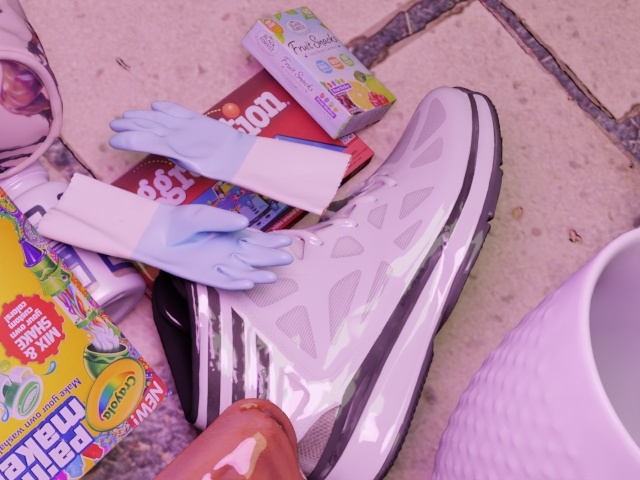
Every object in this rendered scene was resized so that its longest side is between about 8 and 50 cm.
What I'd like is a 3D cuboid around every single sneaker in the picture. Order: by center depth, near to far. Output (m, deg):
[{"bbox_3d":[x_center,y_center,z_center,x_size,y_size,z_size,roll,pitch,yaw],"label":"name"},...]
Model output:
[{"bbox_3d":[0.000,0.000,1.680,0.257,0.169,0.447,27,62,-11],"label":"sneaker"}]

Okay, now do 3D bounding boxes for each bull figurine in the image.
[{"bbox_3d":[-0.125,0.275,1.531,0.310,0.101,0.188,-40,104,-3],"label":"bull figurine"}]

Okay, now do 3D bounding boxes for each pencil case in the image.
[{"bbox_3d":[-0.390,-0.241,1.679,0.183,0.160,0.410,2,46,-41],"label":"pencil case"}]

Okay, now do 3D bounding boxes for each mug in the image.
[{"bbox_3d":[0.264,0.225,1.520,0.276,0.328,0.374,-7,64,-34],"label":"mug"}]

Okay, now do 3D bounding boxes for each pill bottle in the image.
[{"bbox_3d":[-0.245,0.005,1.673,0.094,0.094,0.169,-31,75,-26],"label":"pill bottle"}]

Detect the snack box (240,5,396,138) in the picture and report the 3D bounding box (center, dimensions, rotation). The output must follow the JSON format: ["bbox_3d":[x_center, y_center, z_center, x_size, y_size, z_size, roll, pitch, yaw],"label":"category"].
[{"bbox_3d":[-0.001,-0.172,1.835,0.141,0.037,0.100,47,31,11],"label":"snack box"}]

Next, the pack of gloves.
[{"bbox_3d":[-0.111,-0.054,1.630,0.232,0.046,0.195,16,51,13],"label":"pack of gloves"}]

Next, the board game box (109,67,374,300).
[{"bbox_3d":[-0.092,-0.054,1.782,0.145,0.027,0.281,44,62,10],"label":"board game box"}]

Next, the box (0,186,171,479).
[{"bbox_3d":[-0.337,0.126,1.502,0.290,0.177,0.279,-43,98,-28],"label":"box"}]
